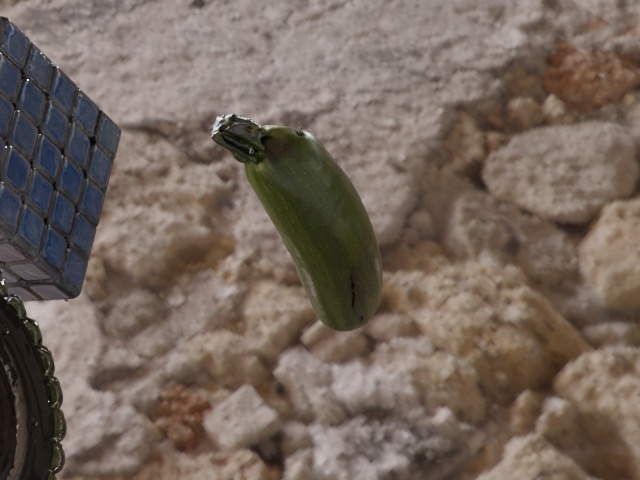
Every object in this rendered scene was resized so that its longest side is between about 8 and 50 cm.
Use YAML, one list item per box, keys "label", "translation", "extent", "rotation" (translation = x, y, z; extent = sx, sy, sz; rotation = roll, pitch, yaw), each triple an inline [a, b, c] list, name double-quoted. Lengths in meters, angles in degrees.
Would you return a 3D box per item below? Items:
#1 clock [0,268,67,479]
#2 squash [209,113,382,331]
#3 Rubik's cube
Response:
- label: "clock"
  translation: [-0.095, 0.041, 0.324]
  extent: [0.074, 0.083, 0.010]
  rotation: [-42, -18, 19]
- label: "squash"
  translation: [0.002, -0.001, 1.032]
  extent: [0.080, 0.071, 0.318]
  rotation: [-13, -35, 11]
- label: "Rubik's cube"
  translation: [-0.397, -0.079, 1.456]
  extent: [0.238, 0.237, 0.237]
  rotation: [-7, -33, 25]
